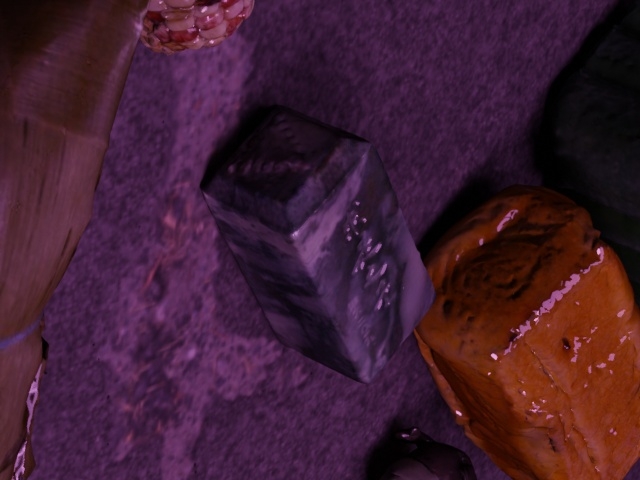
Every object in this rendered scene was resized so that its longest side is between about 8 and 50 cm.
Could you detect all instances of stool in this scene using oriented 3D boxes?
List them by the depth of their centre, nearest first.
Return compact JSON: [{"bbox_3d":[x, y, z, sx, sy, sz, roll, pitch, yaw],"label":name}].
[{"bbox_3d":[0.082,0.254,1.395,0.121,0.125,0.217,-30,122,-35],"label":"stool"}]

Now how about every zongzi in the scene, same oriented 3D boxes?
[{"bbox_3d":[-0.223,-0.039,0.789,0.323,0.160,0.360,20,97,-55],"label":"zongzi"}]

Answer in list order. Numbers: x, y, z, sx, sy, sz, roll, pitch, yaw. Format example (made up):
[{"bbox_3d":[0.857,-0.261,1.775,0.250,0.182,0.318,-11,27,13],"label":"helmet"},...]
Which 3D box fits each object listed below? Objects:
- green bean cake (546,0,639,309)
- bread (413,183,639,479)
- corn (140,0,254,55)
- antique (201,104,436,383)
[{"bbox_3d":[0.344,-0.079,1.490,0.300,0.169,0.308,-50,140,-20],"label":"green bean cake"},{"bbox_3d":[0.181,0.088,1.410,0.167,0.132,0.294,-52,144,-16],"label":"bread"},{"bbox_3d":[-0.097,-0.210,0.913,0.098,0.098,0.290,-43,140,-27],"label":"corn"},{"bbox_3d":[0.000,0.000,1.166,0.088,0.086,0.183,-50,142,-21],"label":"antique"}]
